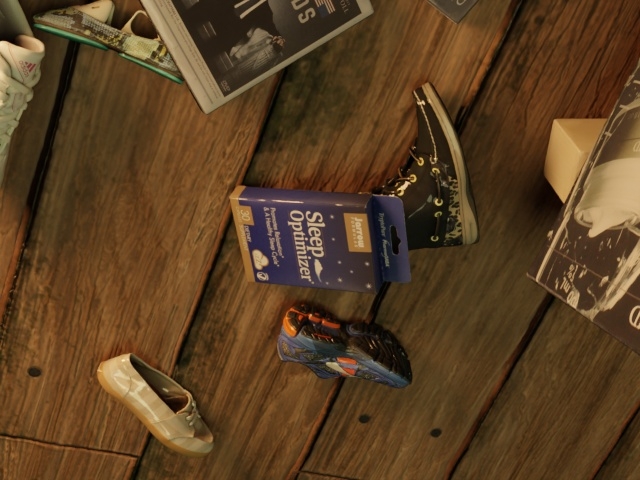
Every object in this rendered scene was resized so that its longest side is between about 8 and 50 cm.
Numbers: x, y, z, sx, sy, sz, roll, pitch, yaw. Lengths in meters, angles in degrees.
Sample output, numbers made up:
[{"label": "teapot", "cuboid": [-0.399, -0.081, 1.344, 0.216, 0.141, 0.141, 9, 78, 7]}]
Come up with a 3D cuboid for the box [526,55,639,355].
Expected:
[{"label": "box", "cuboid": [0.511, -0.061, 1.046, 0.297, 0.480, 0.472, 23, 97, -11]}]

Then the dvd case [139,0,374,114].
[{"label": "dvd case", "cuboid": [-0.073, -0.278, 1.149, 0.238, 0.029, 0.179, -32, 123, -6]}]

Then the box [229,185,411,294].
[{"label": "box", "cuboid": [0.000, 0.000, 1.306, 0.225, 0.036, 0.136, 4, 124, 20]}]

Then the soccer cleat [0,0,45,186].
[{"label": "soccer cleat", "cuboid": [-0.376, -0.167, 1.130, 0.143, 0.116, 0.331, 13, 121, 14]}]

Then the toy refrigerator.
[{"label": "toy refrigerator", "cuboid": [0.444, -0.099, 1.339, 0.269, 0.102, 0.094, -2, 122, -9]}]

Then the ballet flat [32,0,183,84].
[{"label": "ballet flat", "cuboid": [-0.234, -0.242, 1.167, 0.188, 0.070, 0.070, 19, 116, -22]}]

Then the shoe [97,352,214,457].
[{"label": "shoe", "cuboid": [-0.222, 0.237, 1.447, 0.058, 0.076, 0.219, -36, 119, 18]}]

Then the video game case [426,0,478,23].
[{"label": "video game case", "cuboid": [0.125, -0.387, 1.125, 0.274, 0.026, 0.196, 28, 114, -36]}]

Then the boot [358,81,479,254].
[{"label": "boot", "cuboid": [0.100, -0.073, 1.308, 0.178, 0.085, 0.236, -16, 121, 4]}]

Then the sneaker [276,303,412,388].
[{"label": "sneaker", "cuboid": [0.034, 0.163, 1.455, 0.221, 0.083, 0.087, 24, 128, -16]}]
